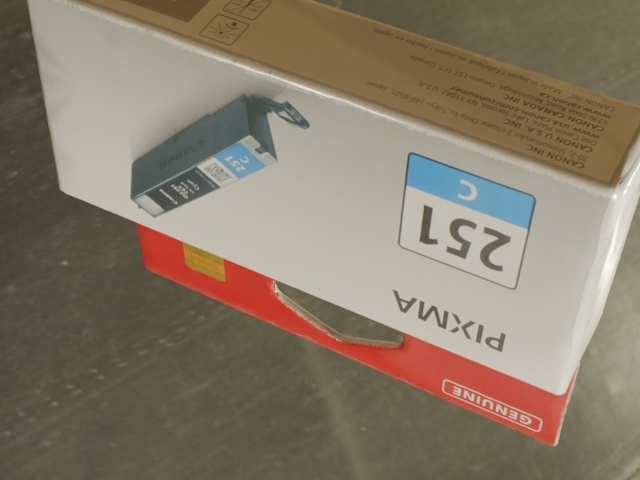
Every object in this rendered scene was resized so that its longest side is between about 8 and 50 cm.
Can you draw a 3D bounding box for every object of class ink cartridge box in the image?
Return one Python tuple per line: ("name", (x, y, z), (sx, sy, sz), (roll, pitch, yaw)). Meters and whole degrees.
("ink cartridge box", (0.000, 0.000, 0.615), (0.066, 0.296, 0.261), (-54, 157, -38))
